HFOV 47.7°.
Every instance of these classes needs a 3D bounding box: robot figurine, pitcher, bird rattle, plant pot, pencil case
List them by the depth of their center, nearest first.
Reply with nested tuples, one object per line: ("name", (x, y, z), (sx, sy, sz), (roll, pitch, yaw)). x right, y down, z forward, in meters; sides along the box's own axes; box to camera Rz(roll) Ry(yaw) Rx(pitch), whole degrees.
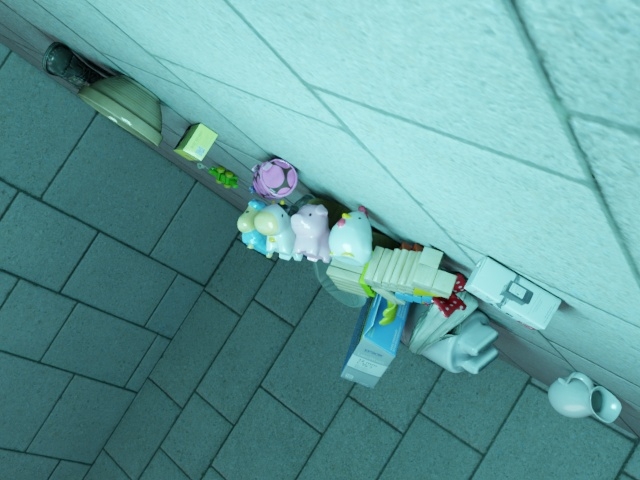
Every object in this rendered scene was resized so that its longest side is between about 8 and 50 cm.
("pencil case", (-0.113, -0.144, 1.692), (0.098, 0.095, 0.209), (55, 170, -7))
("bird rattle", (0.256, 0.113, 1.766), (0.254, 0.143, 0.207), (-13, -178, 28))
("plant pot", (-0.494, -0.351, 1.869), (0.237, 0.109, 0.237), (32, 175, 3))
("robot figurine", (0.364, 0.264, 2.176), (0.354, 0.200, 0.299), (28, 135, 42))
("pitcher", (0.770, 0.456, 2.176), (0.177, 0.125, 0.207), (54, 161, -10))

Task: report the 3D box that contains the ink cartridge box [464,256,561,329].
("ink cartridge box", (0.343, 0.097, 1.311), (0.151, 0.063, 0.109), (31, 176, 7))

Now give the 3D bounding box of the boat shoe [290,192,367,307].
("boat shoe", (0.030, 0.029, 1.853), (0.320, 0.103, 0.118), (54, 143, -8))

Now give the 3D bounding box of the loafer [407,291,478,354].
("loafer", (0.325, 0.231, 1.963), (0.112, 0.112, 0.319), (27, 145, 3))

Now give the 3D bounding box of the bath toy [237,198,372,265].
("bath toy", (-0.028, -0.027, 1.631), (0.348, 0.128, 0.151), (6, 162, 39))

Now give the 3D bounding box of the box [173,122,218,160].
("box", (-0.340, -0.263, 1.949), (0.058, 0.087, 0.232), (33, 175, -19))

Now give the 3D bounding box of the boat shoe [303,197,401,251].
("boat shoe", (0.068, -0.011, 1.782), (0.285, 0.104, 0.089), (33, 173, -20))

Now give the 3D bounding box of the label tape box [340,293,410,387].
("label tape box", (0.173, 0.223, 1.990), (0.115, 0.249, 0.347), (22, 146, -1))

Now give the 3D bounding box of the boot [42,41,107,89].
("boot", (-0.606, -0.437, 1.981), (0.229, 0.091, 0.263), (25, 179, 13))

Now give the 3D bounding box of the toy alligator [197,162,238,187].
("toy alligator", (-0.359, -0.242, 2.610), (0.190, 0.056, 0.051), (30, -144, 23))

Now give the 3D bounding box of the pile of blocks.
("pile of blocks", (0.176, 0.067, 1.639), (0.362, 0.112, 0.149), (3, 153, 47))
